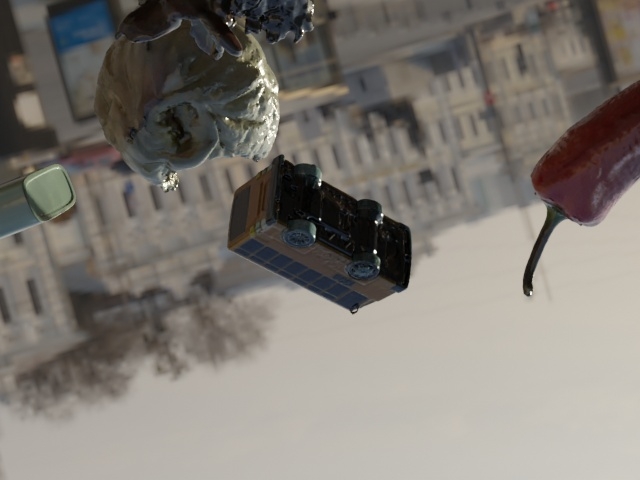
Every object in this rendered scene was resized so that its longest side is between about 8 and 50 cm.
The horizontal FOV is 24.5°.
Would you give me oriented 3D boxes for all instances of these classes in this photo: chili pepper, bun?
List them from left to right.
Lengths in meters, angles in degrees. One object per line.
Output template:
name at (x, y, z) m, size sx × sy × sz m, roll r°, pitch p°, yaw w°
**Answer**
bun at (-0.197, -0.202, 2.100) m, size 0.281 × 0.281 × 0.205 m, roll -15°, pitch -164°, yaw 10°
chili pepper at (0.367, -0.091, 2.069) m, size 0.338 × 0.131 × 0.134 m, roll -40°, pitch -143°, yaw 11°

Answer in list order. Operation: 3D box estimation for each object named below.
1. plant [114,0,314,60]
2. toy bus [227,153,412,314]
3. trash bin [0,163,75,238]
plant at (-0.103, -0.316, 1.749) m, size 0.178 × 0.234 × 0.204 m, roll 19°, pitch -176°, yaw 36°
toy bus at (0.000, 0.000, 1.686) m, size 0.201 × 0.098 × 0.114 m, roll 28°, pitch 139°, yaw -30°
trash bin at (-0.357, -0.034, 1.655) m, size 0.130 × 0.059 × 0.116 m, roll -19°, pitch -170°, yaw 18°
